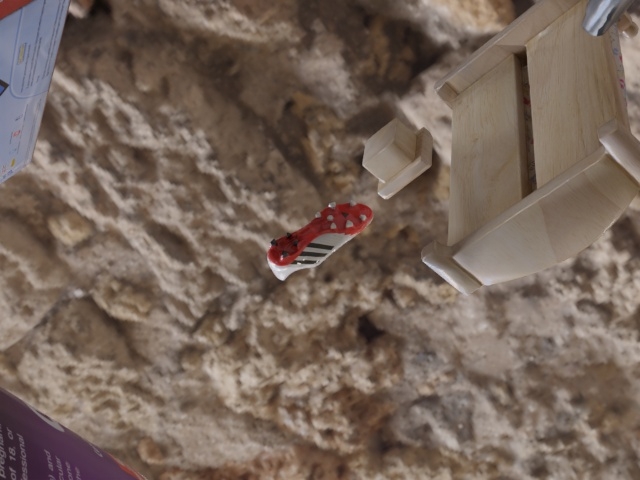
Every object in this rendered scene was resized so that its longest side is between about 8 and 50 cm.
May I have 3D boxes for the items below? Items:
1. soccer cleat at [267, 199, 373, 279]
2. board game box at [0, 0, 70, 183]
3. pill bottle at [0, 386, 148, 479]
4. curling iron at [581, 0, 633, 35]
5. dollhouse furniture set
[{"bbox_3d":[0.000,0.000,0.680,0.029,0.083,0.036,50,160,32],"label":"soccer cleat"},{"bbox_3d":[-0.239,-0.072,0.628,0.027,0.281,0.145,48,-118,-1],"label":"board game box"},{"bbox_3d":[-0.210,0.151,0.482,0.323,0.181,0.182,56,-166,-52],"label":"pill bottle"},{"bbox_3d":[0.188,-0.185,0.424,0.068,0.274,0.035,-29,-111,-31],"label":"curling iron"},{"bbox_3d":[0.192,-0.017,0.574,0.174,0.355,0.303,38,-143,-22],"label":"dollhouse furniture set"}]
